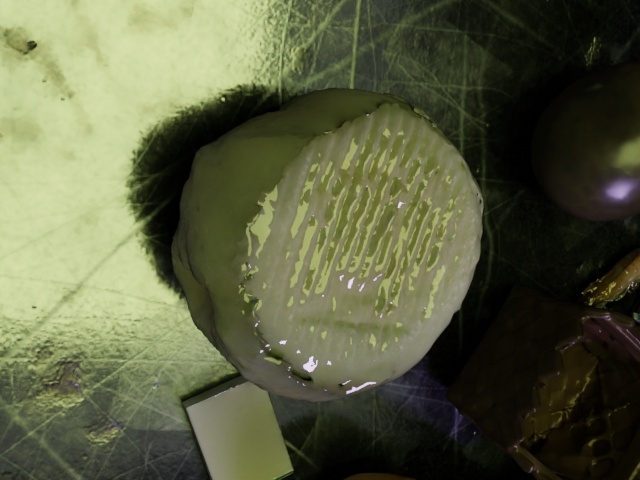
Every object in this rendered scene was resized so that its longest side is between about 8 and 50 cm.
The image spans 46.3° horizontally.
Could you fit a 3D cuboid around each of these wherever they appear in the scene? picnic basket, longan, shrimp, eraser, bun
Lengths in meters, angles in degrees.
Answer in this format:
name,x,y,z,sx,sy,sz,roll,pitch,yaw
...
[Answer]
name,x,y,z,sx,sy,sz,roll,pitch,yaw
picnic basket,0.367,0.228,0.973,0.291,0.321,0.254,36,83,-29
longan,0.374,-0.125,0.967,0.198,0.198,0.212,34,88,-26
shrimp,0.455,0.089,1.137,0.178,0.034,0.124,-37,121,-15
eraser,-0.100,0.245,0.926,0.104,0.023,0.150,-22,109,-19
bun,0.000,0.000,0.818,0.360,0.211,0.359,-9,106,-34

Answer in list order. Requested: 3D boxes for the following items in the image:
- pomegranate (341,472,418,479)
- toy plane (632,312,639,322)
name,x,y,z,sx,sy,sz,roll,pitch,yaw
pomegranate,0.066,0.406,0.948,0.215,0.215,0.215,-6,104,-23
toy plane,0.572,0.168,1.187,0.273,0.107,0.182,-18,81,-43
